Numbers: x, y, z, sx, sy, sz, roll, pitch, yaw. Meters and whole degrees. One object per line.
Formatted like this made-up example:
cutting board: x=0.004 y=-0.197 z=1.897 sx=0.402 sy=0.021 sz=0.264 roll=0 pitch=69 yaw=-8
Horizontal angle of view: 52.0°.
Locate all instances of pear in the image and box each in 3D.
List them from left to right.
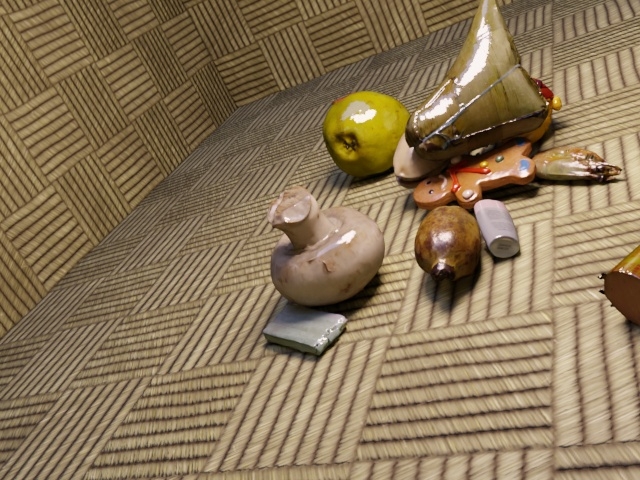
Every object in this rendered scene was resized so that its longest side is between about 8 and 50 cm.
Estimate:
pear: x=0.176 y=-0.362 z=2.185 sx=0.287 sy=0.287 sz=0.375 roll=-9 pitch=10 yaw=36

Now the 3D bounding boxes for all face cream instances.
face cream: x=0.403 y=-0.031 z=1.505 sx=0.084 sy=0.057 sz=0.198 roll=9 pitch=27 yaw=1

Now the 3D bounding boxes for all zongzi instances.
zongzi: x=0.353 y=-0.418 z=1.697 sx=0.356 sy=0.393 sz=0.174 roll=-21 pitch=0 yaw=2

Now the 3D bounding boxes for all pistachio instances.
pistachio: x=0.283 y=-0.246 z=1.823 sx=0.152 sy=0.126 sz=0.223 roll=33 pitch=72 yaw=26

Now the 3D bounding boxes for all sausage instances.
sausage: x=0.618 y=0.018 z=1.121 sx=0.317 sy=0.117 sz=0.125 roll=-35 pitch=39 yaw=-22

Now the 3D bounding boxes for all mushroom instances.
mushroom: x=0.000 y=0.000 z=1.579 sx=0.297 sy=0.290 sz=0.297 roll=-22 pitch=25 yaw=11

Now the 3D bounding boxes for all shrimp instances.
shrimp: x=0.626 y=-0.187 z=1.604 sx=0.145 sy=0.061 sz=0.267 roll=-25 pitch=20 yaw=-19

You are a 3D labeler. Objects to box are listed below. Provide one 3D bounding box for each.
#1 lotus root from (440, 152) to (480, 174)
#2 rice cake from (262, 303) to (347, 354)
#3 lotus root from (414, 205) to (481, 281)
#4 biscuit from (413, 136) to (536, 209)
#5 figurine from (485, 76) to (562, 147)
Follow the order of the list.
lotus root: x=0.363 y=-0.180 z=1.844 sx=0.203 sy=0.078 sz=0.183 roll=-11 pitch=40 yaw=40
rice cake: x=-0.036 y=0.204 z=1.516 sx=0.211 sy=0.038 sz=0.124 roll=0 pitch=35 yaw=46
lotus root: x=0.280 y=0.013 z=1.451 sx=0.145 sy=0.128 sz=0.260 roll=10 pitch=31 yaw=10
biscuit: x=0.388 y=-0.165 z=1.688 sx=0.324 sy=0.049 sz=0.205 roll=-20 pitch=37 yaw=22
figurine: x=0.542 y=-0.380 z=1.910 sx=0.320 sy=0.196 sz=0.323 roll=-24 pitch=21 yaw=-18
